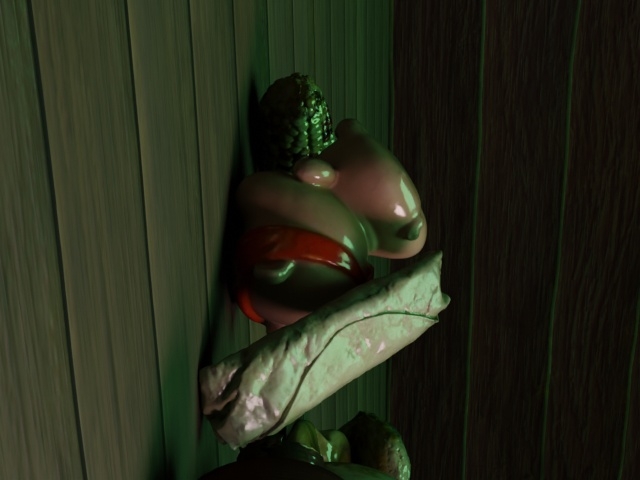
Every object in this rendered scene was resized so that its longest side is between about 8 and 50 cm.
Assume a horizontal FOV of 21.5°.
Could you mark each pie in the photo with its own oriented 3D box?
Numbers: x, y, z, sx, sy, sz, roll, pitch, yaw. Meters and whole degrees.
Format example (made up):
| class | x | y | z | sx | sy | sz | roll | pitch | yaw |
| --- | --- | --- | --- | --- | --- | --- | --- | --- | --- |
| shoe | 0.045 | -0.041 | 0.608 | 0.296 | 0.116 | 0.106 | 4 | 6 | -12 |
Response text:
| class | x | y | z | sx | sy | sz | roll | pitch | yaw |
| --- | --- | --- | --- | --- | --- | --- | --- | --- | --- |
| pie | 0.038 | 0.332 | 2.173 | 0.240 | 0.054 | 0.240 | -45 | -150 | 36 |

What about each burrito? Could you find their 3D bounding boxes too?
| class | x | y | z | sx | sy | sz | roll | pitch | yaw |
| --- | --- | --- | --- | --- | --- | --- | --- | --- | --- |
| burrito | 0.014 | 0.090 | 1.479 | 0.275 | 0.059 | 0.082 | -28 | 118 | -30 |

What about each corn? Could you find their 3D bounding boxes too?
| class | x | y | z | sx | sy | sz | roll | pitch | yaw |
| --- | --- | --- | --- | --- | --- | --- | --- | --- | --- |
| corn | -0.021 | -0.078 | 1.726 | 0.253 | 0.086 | 0.086 | 80 | 14 | -57 |

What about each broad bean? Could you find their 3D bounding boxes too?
| class | x | y | z | sx | sy | sz | roll | pitch | yaw |
| --- | --- | --- | --- | --- | --- | --- | --- | --- | --- |
| broad bean | -0.020 | 0.291 | 2.059 | 0.207 | 0.072 | 0.153 | -11 | 103 | -73 |

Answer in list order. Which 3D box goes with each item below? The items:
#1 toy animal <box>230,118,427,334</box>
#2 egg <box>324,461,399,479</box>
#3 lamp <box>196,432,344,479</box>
| class | x | y | z | sx | sy | sz | roll | pitch | yaw |
| --- | --- | --- | --- | --- | --- | --- | --- | --- | --- |
| toy animal | 0.000 | 0.000 | 1.578 | 0.198 | 0.171 | 0.171 | -40 | 151 | -23 |
| egg | 0.012 | 0.334 | 1.445 | 0.238 | 0.238 | 0.289 | 76 | 10 | -71 |
| lamp | -0.043 | 0.276 | 1.249 | 0.180 | 0.180 | 0.258 | 84 | 11 | -57 |
